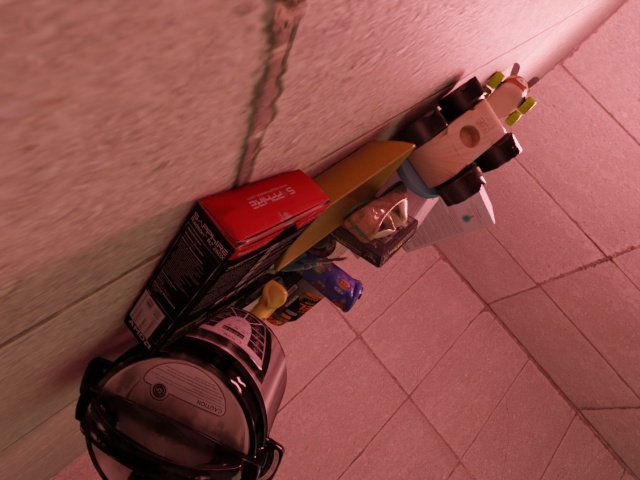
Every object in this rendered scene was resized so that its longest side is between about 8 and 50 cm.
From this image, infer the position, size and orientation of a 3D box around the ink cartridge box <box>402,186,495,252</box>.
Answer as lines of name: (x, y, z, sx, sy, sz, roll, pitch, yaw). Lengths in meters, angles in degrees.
ink cartridge box: (0.384, -0.133, 1.464, 0.396, 0.269, 0.151, -22, -162, 27)

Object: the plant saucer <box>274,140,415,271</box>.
plant saucer: (0.023, -0.090, 0.939, 0.333, 0.081, 0.332, -36, 172, -24)

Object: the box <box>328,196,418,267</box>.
box: (0.133, -0.046, 1.157, 0.183, 0.233, 0.059, -39, 148, -32)

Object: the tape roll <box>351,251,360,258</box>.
tape roll: (0.223, -0.046, 1.976, 0.246, 0.169, 0.246, -38, 174, -5)

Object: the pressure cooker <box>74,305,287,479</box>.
pressure cooker: (-0.272, 0.360, 0.880, 0.370, 0.375, 0.420, -18, -176, 7)

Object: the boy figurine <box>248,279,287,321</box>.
boy figurine: (-0.216, 0.243, 1.419, 0.177, 0.092, 0.285, -33, 169, -49)

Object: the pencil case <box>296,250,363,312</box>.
pencil case: (0.025, 0.132, 1.499, 0.133, 0.306, 0.119, -50, 176, -10)

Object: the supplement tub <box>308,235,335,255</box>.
supplement tub: (0.000, 0.000, 1.312, 0.106, 0.106, 0.198, -39, 173, -2)

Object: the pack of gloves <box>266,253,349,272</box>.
pack of gloves: (-0.060, 0.061, 1.277, 0.232, 0.046, 0.195, -7, -176, 43)

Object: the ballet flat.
ballet flat: (0.168, -0.070, 1.062, 0.316, 0.106, 0.107, -33, 171, -47)

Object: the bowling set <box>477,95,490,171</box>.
bowling set: (0.574, -0.420, 1.545, 0.154, 0.286, 0.200, -30, -146, -17)

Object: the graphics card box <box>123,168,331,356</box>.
graphics card box: (-0.170, 0.043, 0.701, 0.371, 0.094, 0.233, -46, 171, 38)

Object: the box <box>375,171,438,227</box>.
box: (0.248, -0.122, 1.280, 0.181, 0.182, 0.119, -55, 155, 1)

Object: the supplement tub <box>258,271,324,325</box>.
supplement tub: (-0.103, 0.211, 1.730, 0.338, 0.207, 0.207, -42, 173, 25)

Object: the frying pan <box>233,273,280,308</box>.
frying pan: (-0.277, 0.215, 1.464, 0.326, 0.053, 0.197, -32, 169, -39)

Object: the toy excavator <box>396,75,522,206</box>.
toy excavator: (0.351, -0.276, 1.160, 0.433, 0.222, 0.445, -38, -173, -16)

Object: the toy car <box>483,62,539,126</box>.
toy car: (0.641, -0.504, 1.320, 0.188, 0.155, 0.149, -48, 176, -16)
